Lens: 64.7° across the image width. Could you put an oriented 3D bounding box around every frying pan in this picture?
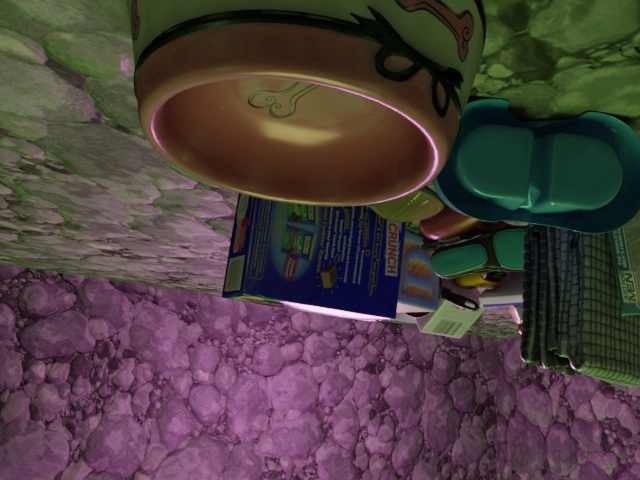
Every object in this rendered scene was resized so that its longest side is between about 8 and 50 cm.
[{"bbox_3d":[0.317,0.112,1.418,0.053,0.197,0.326,1,168,-33],"label":"frying pan"}]

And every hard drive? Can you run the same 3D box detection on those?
[{"bbox_3d":[0.615,0.108,1.355,0.210,0.040,0.319,-30,-170,-37],"label":"hard drive"}]

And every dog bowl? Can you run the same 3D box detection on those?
[{"bbox_3d":[-0.023,-0.162,0.587,0.408,0.150,0.408,5,166,1],"label":"dog bowl"},{"bbox_3d":[0.294,-0.097,0.707,0.298,0.165,0.074,6,176,-2],"label":"dog bowl"}]

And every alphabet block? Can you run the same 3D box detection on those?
[{"bbox_3d":[0.187,0.089,1.367,0.192,0.193,0.197,20,160,-39],"label":"alphabet block"}]

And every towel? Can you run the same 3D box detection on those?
[{"bbox_3d":[0.459,0.099,0.879,0.235,0.283,0.121,16,164,-34],"label":"towel"}]

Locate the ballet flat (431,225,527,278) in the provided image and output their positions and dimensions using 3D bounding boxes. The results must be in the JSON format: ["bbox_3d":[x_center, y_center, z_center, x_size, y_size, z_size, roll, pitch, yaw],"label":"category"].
[{"bbox_3d":[0.372,0.021,1.071,0.281,0.095,0.096,-9,-179,36],"label":"ballet flat"}]

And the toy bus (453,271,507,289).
[{"bbox_3d":[0.464,0.084,1.410,0.191,0.104,0.202,0,164,21],"label":"toy bus"}]

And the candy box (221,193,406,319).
[{"bbox_3d":[0.000,0.000,0.954,0.317,0.268,0.122,13,167,-26],"label":"candy box"}]

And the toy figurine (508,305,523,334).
[{"bbox_3d":[0.655,0.183,1.447,0.213,0.148,0.209,-18,-170,37],"label":"toy figurine"}]

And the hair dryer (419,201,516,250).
[{"bbox_3d":[0.325,-0.048,1.086,0.224,0.080,0.293,-12,168,6],"label":"hair dryer"}]

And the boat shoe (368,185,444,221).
[{"bbox_3d":[0.107,-0.102,0.875,0.285,0.092,0.103,11,148,-37],"label":"boat shoe"}]

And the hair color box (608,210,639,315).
[{"bbox_3d":[0.632,0.026,0.857,0.347,0.173,0.105,-1,171,-34],"label":"hair color box"}]

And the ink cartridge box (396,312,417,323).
[{"bbox_3d":[0.173,0.177,1.698,0.330,0.071,0.324,13,-170,-29],"label":"ink cartridge box"}]

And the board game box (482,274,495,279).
[{"bbox_3d":[0.613,0.136,1.702,0.104,0.026,0.154,18,161,-39],"label":"board game box"}]

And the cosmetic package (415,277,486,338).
[{"bbox_3d":[0.373,0.173,1.538,0.151,0.183,0.151,12,126,-22],"label":"cosmetic package"}]
